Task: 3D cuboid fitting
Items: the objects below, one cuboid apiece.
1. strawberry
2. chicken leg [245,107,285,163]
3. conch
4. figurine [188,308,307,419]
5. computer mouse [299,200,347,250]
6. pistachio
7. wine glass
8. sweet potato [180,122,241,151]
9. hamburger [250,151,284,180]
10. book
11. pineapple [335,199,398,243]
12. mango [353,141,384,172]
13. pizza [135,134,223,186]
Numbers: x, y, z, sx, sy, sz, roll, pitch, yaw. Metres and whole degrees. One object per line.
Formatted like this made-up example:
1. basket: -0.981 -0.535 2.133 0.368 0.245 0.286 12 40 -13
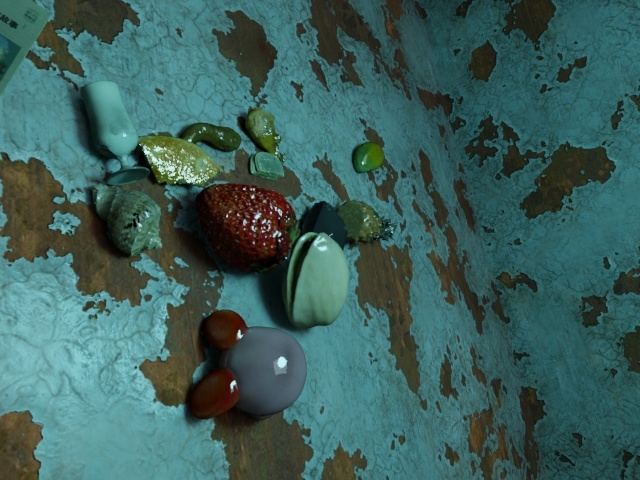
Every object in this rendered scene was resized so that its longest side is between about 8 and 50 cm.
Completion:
1. strawberry: -0.201 -0.050 1.292 0.288 0.250 0.238 33 51 -4
2. chicken leg: -0.176 -0.346 1.587 0.207 0.085 0.101 59 26 -27
3. conch: -0.445 -0.055 1.114 0.207 0.130 0.155 40 6 -2
4. figurine: -0.150 0.321 1.186 0.261 0.211 0.270 34 50 -38
5. computer mouse: 0.000 0.000 1.619 0.170 0.100 0.269 52 35 -26
6. pistachio: -0.020 0.115 1.407 0.226 0.208 0.332 -26 133 -45
7. wine glass: -0.490 -0.254 1.127 0.103 0.103 0.231 -13 80 -53
8. sweet potato: -0.324 -0.304 1.393 0.233 0.062 0.081 -10 85 -50
9. hamburger: -0.179 -0.250 1.555 0.121 0.054 0.084 4 72 -43
10. book: -0.723 -0.451 0.992 0.215 0.025 0.283 31 53 -38
11. pineapple: 0.192 -0.059 1.864 0.340 0.169 0.169 10 65 -57
12. mango: 0.207 -0.358 2.065 0.130 0.092 0.195 56 48 -21
13. pizza: -0.379 -0.209 1.269 0.271 0.056 0.134 1 83 -45
